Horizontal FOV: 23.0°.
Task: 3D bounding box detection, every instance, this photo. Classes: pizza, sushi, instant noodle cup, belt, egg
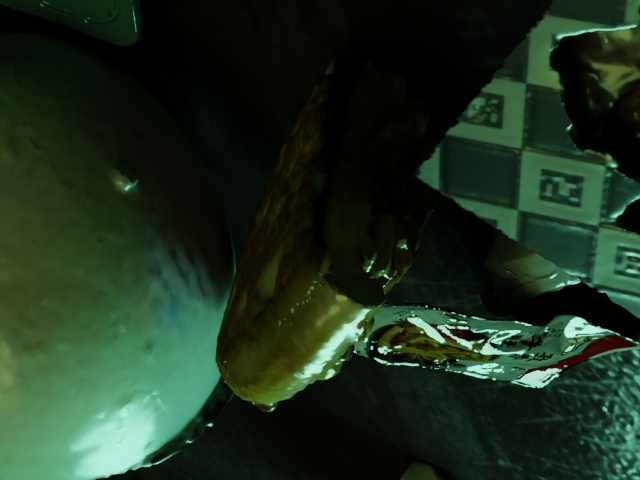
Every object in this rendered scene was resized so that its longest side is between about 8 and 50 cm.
[{"bbox_3d":[0.000,0.000,1.221,0.114,0.277,0.409,26,173,-10],"label":"pizza"},{"bbox_3d":[0.251,-0.063,1.034,0.292,0.059,0.294,30,139,-5],"label":"sushi"},{"bbox_3d":[-0.201,-0.248,1.233,0.157,0.070,0.179,22,146,17],"label":"instant noodle cup"},{"bbox_3d":[0.201,0.005,1.223,0.071,0.053,0.232,38,148,-19],"label":"belt"},{"bbox_3d":[-0.251,-0.011,1.349,0.354,0.354,0.340,17,129,26],"label":"egg"}]

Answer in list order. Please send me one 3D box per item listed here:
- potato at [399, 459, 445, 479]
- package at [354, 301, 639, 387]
[{"bbox_3d":[0.107,0.392,1.749,0.112,0.269,0.255,25,175,14],"label":"potato"},{"bbox_3d":[0.135,0.083,1.309,0.239,0.030,0.154,10,159,-29],"label":"package"}]
